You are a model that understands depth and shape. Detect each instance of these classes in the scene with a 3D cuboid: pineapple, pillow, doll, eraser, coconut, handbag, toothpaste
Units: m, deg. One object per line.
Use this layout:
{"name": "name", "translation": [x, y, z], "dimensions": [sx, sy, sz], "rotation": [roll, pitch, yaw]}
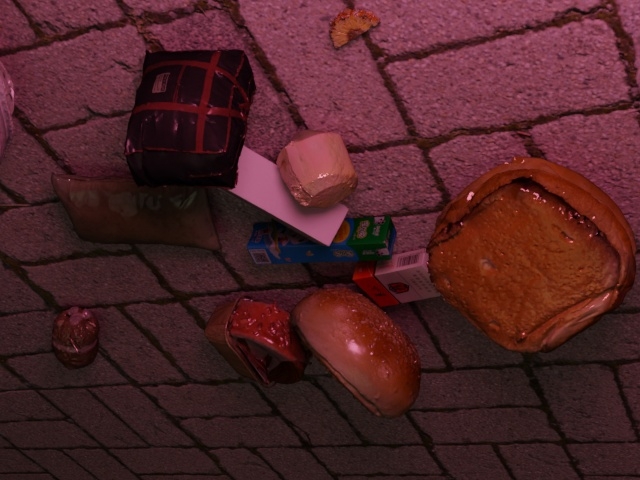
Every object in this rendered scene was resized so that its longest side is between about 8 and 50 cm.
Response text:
{"name": "pineapple", "translation": [0.040, -0.302, 1.300], "dimensions": [0.083, 0.019, 0.045], "rotation": [-24, 135, 39]}
{"name": "pillow", "translation": [-0.339, -0.052, 1.703], "dimensions": [0.303, 0.074, 0.184], "rotation": [4, 140, 12]}
{"name": "doll", "translation": [-0.562, 0.234, 2.131], "dimensions": [0.105, 0.114, 0.221], "rotation": [10, 151, -10]}
{"name": "eraser", "translation": [-0.102, -0.094, 1.545], "dimensions": [0.298, 0.078, 0.076], "rotation": [30, 175, -19]}
{"name": "coconut", "translation": [-0.008, -0.120, 1.475], "dimensions": [0.116, 0.122, 0.116], "rotation": [-22, 161, -8]}
{"name": "handbag", "translation": [-0.188, -0.182, 1.374], "dimensions": [0.170, 0.215, 0.155], "rotation": [2, 150, 8]}
{"name": "toothpaste", "translation": [0.000, 0.000, 1.667], "dimensions": [0.267, 0.065, 0.050], "rotation": [-2, 137, 22]}

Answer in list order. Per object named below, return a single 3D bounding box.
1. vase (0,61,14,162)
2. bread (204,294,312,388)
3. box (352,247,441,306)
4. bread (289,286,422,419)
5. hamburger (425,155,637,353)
{"name": "vase", "translation": [-0.594, -0.251, 1.415], "dimensions": [0.250, 0.249, 0.445], "rotation": [18, 139, -4]}
{"name": "bread", "translation": [-0.119, 0.217, 1.921], "dimensions": [0.212, 0.142, 0.224], "rotation": [3, 142, 36]}
{"name": "box", "translation": [0.150, 0.070, 1.721], "dimensions": [0.152, 0.048, 0.100], "rotation": [-16, 133, 33]}
{"name": "bread", "translation": [0.075, 0.199, 1.761], "dimensions": [0.305, 0.158, 0.305], "rotation": [42, 177, 2]}
{"name": "hamburger", "translation": [0.328, 0.020, 1.469], "dimensions": [0.284, 0.174, 0.304], "rotation": [41, 126, -12]}
